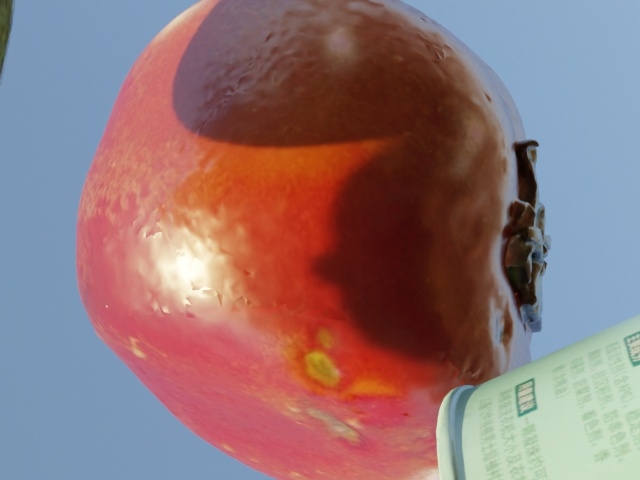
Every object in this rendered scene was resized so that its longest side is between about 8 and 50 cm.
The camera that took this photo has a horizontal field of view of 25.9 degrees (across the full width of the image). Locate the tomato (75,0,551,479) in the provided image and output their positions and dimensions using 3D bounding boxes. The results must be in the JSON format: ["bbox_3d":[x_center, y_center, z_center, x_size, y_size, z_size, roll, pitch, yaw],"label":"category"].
[{"bbox_3d":[0.000,0.000,0.880,0.290,0.325,0.293,1,-115,16],"label":"tomato"}]

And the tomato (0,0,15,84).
[{"bbox_3d":[-0.270,-0.132,0.565,0.303,0.239,0.303,0,-91,6],"label":"tomato"}]

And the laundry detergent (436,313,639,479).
[{"bbox_3d":[0.240,0.124,0.508,0.287,0.305,0.287,58,-165,-25],"label":"laundry detergent"}]
